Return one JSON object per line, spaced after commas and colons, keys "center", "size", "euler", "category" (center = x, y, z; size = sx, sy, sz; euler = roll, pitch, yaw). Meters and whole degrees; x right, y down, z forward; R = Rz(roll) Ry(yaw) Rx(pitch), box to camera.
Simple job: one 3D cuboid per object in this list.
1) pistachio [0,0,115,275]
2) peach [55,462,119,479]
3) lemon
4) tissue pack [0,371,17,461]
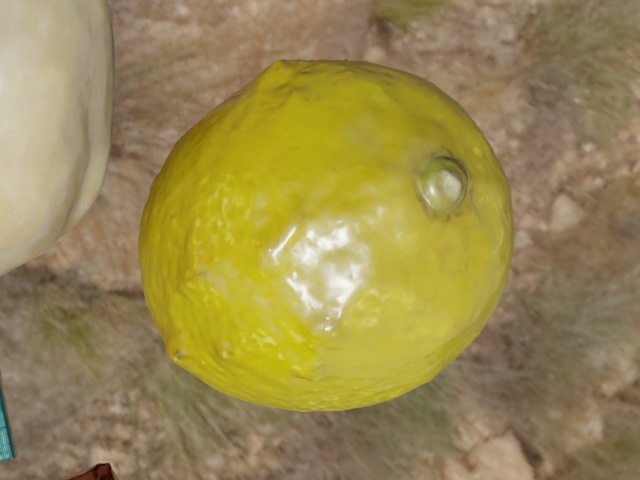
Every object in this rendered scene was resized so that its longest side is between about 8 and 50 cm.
{"center": [-0.249, -0.113, 1.032], "size": [0.187, 0.187, 0.299], "euler": [-2, 106, -35], "category": "pistachio"}
{"center": [-0.159, 0.300, 0.791], "size": [0.281, 0.281, 0.338], "euler": [25, 91, -43], "category": "peach"}
{"center": [0.000, 0.000, 0.886], "size": [0.233, 0.288, 0.234], "euler": [9, 74, -35], "category": "lemon"}
{"center": [-0.410, 0.212, 1.606], "size": [0.085, 0.079, 0.111], "euler": [-13, 87, -9], "category": "tissue pack"}
